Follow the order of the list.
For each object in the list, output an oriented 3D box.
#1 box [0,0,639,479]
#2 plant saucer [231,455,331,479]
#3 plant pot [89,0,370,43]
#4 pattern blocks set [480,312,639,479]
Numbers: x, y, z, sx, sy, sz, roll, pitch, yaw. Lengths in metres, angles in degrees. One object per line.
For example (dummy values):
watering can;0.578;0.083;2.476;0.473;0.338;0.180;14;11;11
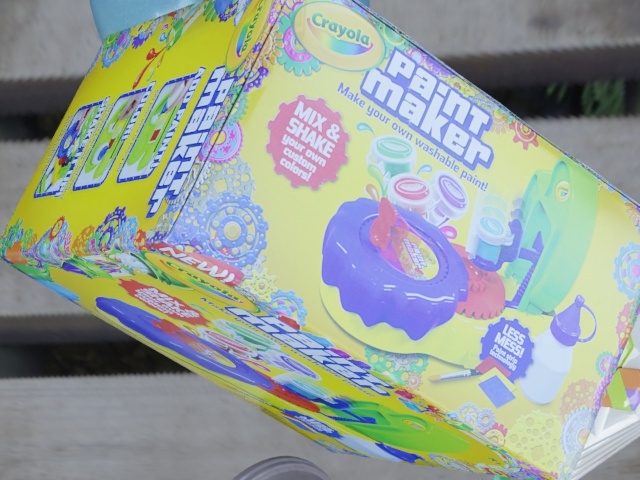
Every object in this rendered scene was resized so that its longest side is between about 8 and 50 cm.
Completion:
box;0.000;0.000;1.053;0.290;0.279;0.177;32;73;-24
plant saucer;-0.046;0.366;1.795;0.041;0.278;0.278;9;79;39
plant pot;-0.078;-0.193;1.711;0.290;0.290;0.195;-12;57;-1
pattern blocks set;0.255;0.139;1.633;0.325;0.026;0.285;-49;45;26
